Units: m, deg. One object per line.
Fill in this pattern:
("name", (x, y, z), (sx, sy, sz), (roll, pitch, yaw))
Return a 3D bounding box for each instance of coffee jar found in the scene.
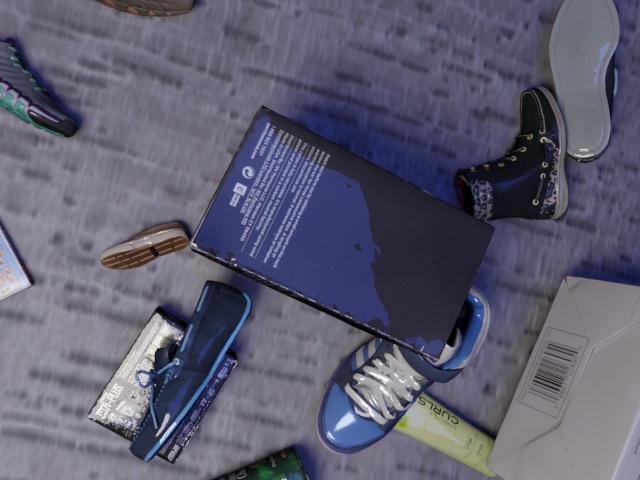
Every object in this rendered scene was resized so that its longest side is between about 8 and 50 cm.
("coffee jar", (-0.109, 0.392, 0.915), (0.185, 0.096, 0.079), (-20, 90, -12))

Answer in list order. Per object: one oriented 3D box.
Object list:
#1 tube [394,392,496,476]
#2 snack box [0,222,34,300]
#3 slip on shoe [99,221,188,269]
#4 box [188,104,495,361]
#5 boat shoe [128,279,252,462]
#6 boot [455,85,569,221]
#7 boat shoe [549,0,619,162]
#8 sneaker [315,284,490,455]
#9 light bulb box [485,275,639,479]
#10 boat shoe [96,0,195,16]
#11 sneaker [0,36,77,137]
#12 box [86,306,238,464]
("tube", (0.198, 0.315, 1.002), (0.240, 0.070, 0.062), (32, 124, -5))
("snack box", (-0.497, 0.002, 0.878), (0.064, 0.022, 0.178), (-27, 94, -12))
("slip on shoe", (-0.272, 0.005, 0.918), (0.136, 0.051, 0.041), (-20, 53, -4))
("box", (0.000, 0.000, 0.820), (0.313, 0.343, 0.178), (27, 83, -11))
("boat shoe", (-0.194, 0.175, 0.832), (0.089, 0.109, 0.258), (31, 66, -2))
("boot", (0.323, -0.142, 1.021), (0.179, 0.085, 0.236), (-8, 91, -10))
("boat shoe", (0.463, -0.287, 1.053), (0.115, 0.091, 0.302), (6, 89, 24))
("sneaker", (0.120, 0.185, 0.882), (0.323, 0.236, 0.130), (-43, 80, -14))
("light bulb box", (0.526, 0.295, 0.953), (0.361, 0.225, 0.357), (28, 83, -23))
("boat shoe", (-0.339, -0.428, 0.872), (0.325, 0.123, 0.116), (15, 84, -13))
("sneaker", (-0.445, -0.240, 0.866), (0.224, 0.083, 0.098), (30, 78, -9))
("box", (-0.235, 0.216, 0.901), (0.147, 0.077, 0.180), (32, 83, -10))
